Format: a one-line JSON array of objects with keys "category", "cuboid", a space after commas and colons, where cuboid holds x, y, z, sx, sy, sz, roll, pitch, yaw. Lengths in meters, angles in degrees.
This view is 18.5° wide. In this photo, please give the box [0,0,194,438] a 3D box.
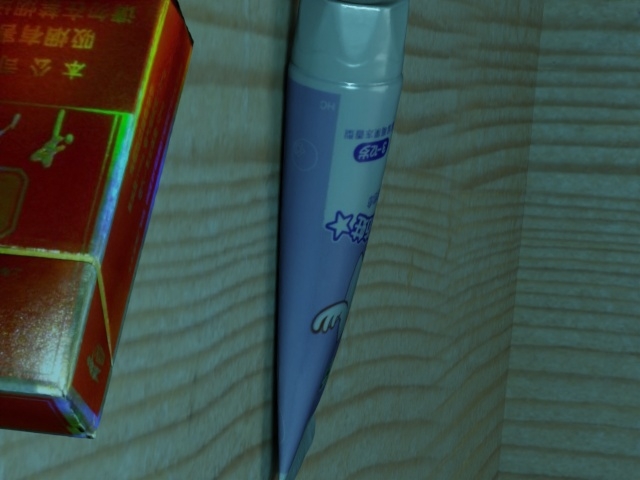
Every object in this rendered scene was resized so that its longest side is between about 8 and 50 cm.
[{"category": "box", "cuboid": [-0.122, -0.018, 0.737, 0.048, 0.112, 0.175, 72, 25, -61]}]

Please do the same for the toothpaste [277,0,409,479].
[{"category": "toothpaste", "cuboid": [0.000, 0.000, 1.399, 0.125, 0.080, 0.371, -62, 162, -67]}]
